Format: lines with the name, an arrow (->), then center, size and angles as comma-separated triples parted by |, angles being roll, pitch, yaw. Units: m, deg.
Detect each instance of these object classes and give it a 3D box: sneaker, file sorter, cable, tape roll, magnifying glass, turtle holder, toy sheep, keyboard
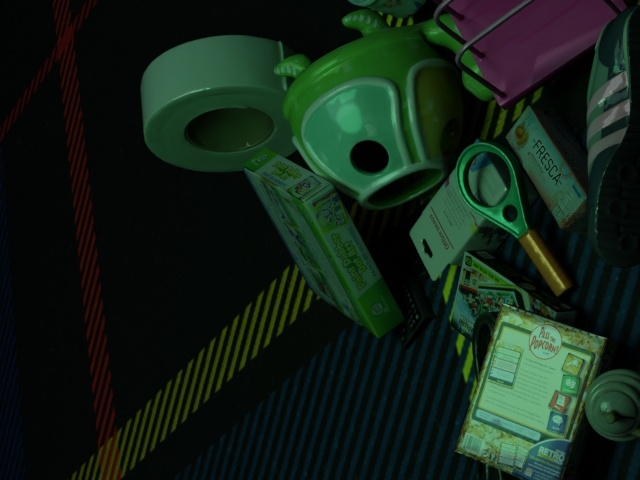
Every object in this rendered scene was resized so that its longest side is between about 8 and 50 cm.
sneaker -> 0.368, -0.123, 1.716 | 0.131, 0.112, 0.319 | 175, 107, -73
file sorter -> 0.222, -0.359, 1.812 | 0.202, 0.182, 0.291 | -34, 62, 19
cable -> 0.237, 0.239, 1.818 | 0.139, 0.072, 0.287 | 133, 136, -60
tape roll -> -0.152, -0.221, 2.349 | 0.286, 0.286, 0.100 | -37, 51, 46
magnifying glass -> 0.252, -0.028, 1.836 | 0.092, 0.026, 0.231 | -45, 70, 35
turtle holder -> 0.113, -0.185, 2.022 | 0.243, 0.320, 0.227 | 66, -176, -71
toy sheep -> 0.345, 0.189, 1.628 | 0.091, 0.132, 0.091 | 1, 92, 19
keyboard -> 0.119, 0.058, 2.093 | 0.108, 0.023, 0.180 | -53, 42, 33

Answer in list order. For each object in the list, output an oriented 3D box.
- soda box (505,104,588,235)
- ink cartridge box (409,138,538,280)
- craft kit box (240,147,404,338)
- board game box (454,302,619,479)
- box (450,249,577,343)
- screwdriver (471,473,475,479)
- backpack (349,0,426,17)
soda box -> 0.306, -0.089, 1.814 | 0.058, 0.063, 0.183 | -55, 41, 32
ink cartridge box -> 0.206, -0.035, 1.950 | 0.181, 0.061, 0.104 | -54, 41, 31
craft kit box -> 0.000, 0.000, 2.096 | 0.061, 0.250, 0.246 | -34, 27, -10
board game box -> 0.260, 0.189, 1.720 | 0.146, 0.045, 0.194 | 19, 93, 34
box -> 0.247, 0.102, 1.853 | 0.207, 0.036, 0.114 | 37, 123, 54
screwdriver -> 0.245, 0.264, 1.852 | 0.170, 0.025, 0.024 | -55, 38, 19
backpack -> 0.087, -0.466, 2.160 | 0.253, 0.191, 0.225 | 53, 123, 43
